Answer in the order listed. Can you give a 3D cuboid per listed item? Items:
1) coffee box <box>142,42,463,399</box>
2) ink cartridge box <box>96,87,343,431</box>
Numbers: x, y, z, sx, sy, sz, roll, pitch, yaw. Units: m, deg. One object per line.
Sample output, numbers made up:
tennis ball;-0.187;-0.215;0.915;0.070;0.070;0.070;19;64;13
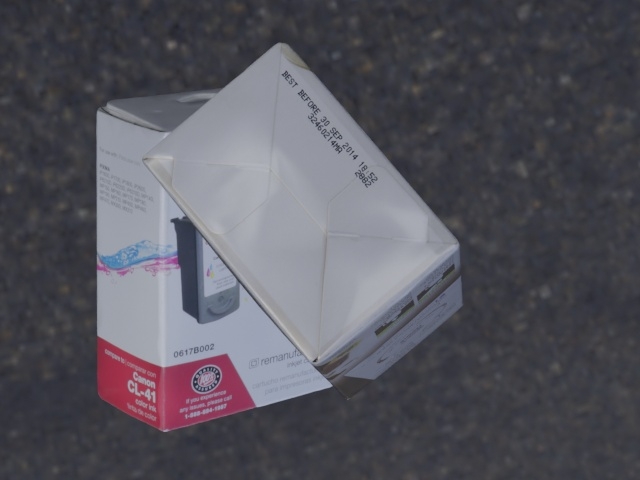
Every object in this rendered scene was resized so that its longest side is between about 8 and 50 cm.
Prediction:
coffee box;0.000;0.000;1.174;0.119;0.168;0.297;-40;169;-2
ink cartridge box;-0.101;0.012;1.752;0.226;0.131;0.306;-12;113;-36
